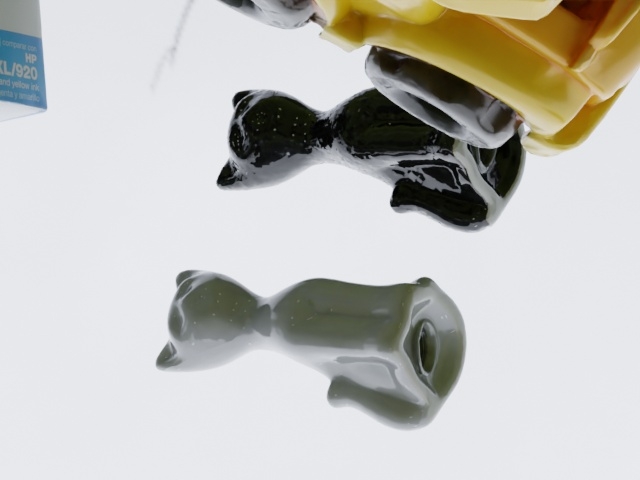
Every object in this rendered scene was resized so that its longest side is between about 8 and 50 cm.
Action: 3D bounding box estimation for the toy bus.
[{"bbox_3d":[0.047,-0.134,0.645,0.220,0.211,0.149,31,-95,-9],"label":"toy bus"}]

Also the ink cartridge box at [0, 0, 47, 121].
[{"bbox_3d":[-0.305,-0.194,1.282,0.171,0.168,0.233,-10,-98,34],"label":"ink cartridge box"}]

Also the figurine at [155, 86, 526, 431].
[{"bbox_3d":[0.000,0.000,1.191,0.209,0.092,0.215,6,-111,35],"label":"figurine"}]
